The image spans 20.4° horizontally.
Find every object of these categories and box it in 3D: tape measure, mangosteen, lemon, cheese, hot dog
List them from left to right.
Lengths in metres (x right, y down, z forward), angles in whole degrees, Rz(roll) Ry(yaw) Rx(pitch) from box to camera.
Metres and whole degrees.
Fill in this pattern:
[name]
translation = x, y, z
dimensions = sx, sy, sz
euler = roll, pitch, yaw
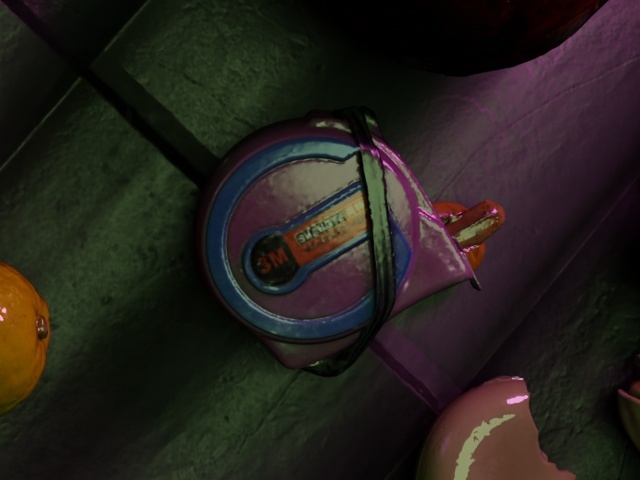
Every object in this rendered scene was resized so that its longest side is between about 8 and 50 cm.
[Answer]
[lemon]
translation = -0.344, 0.090, 1.594
dimensions = 0.207, 0.170, 0.170
euler = -6, 90, -14
[tape measure]
translation = 0.000, 0.000, 1.712
dimensions = 0.231, 0.149, 0.245
euler = -29, 100, 4
[hot dog]
translation = 0.122, 0.006, 1.807
dimensions = 0.140, 0.060, 0.090
euler = -17, 96, -19
[mangosteen]
translation = 0.116, -0.352, 1.679
dimensions = 0.381, 0.421, 0.381
euler = -34, 138, -38
[cheese]
translation = 0.178, 0.239, 1.802
dimensions = 0.175, 0.091, 0.203
euler = -3, 89, -20

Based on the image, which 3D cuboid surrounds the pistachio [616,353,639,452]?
[pistachio]
translation = 0.403, 0.206, 1.854
dimensions = 0.226, 0.136, 0.136
euler = 39, 77, -7
